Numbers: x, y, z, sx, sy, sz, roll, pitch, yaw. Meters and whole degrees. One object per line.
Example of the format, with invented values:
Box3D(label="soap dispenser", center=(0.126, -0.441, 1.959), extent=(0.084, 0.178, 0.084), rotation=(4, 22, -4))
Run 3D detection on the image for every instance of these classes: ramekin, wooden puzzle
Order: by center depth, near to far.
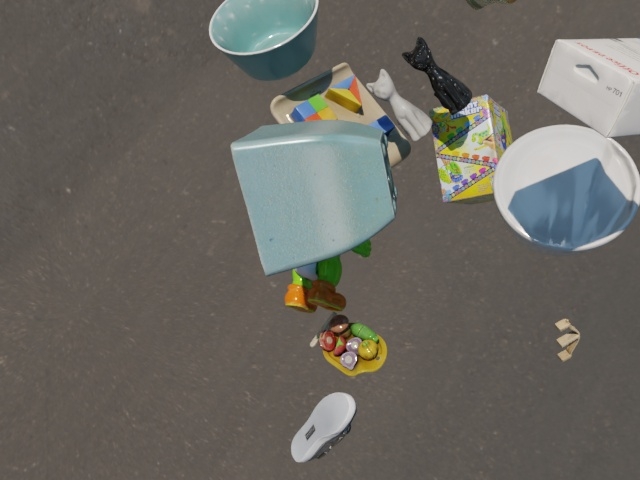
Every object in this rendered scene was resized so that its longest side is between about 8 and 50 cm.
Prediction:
Box3D(label="ramekin", center=(0.493, -0.090, 1.166), extent=(0.273, 0.127, 0.272), rotation=(-5, 71, 13))
Box3D(label="wooden puzzle", center=(0.075, -0.332, 1.651), extent=(0.322, 0.080, 0.347), rotation=(-35, 89, -28))

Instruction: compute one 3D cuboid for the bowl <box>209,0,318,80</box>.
Box3D(label="bowl", center=(-0.134, -0.569, 1.588), extent=(0.312, 0.163, 0.311), rotation=(-8, 57, 13))

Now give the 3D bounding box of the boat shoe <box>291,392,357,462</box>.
Box3D(label="boat shoe", center=(0.022, 0.395, 1.189), extent=(0.076, 0.228, 0.080), rotation=(12, 36, -33))

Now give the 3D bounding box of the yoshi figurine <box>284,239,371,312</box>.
Box3D(label="yoshi figurine", center=(0.024, 0.007, 1.465), extent=(0.204, 0.203, 0.362), rotation=(8, 72, -1))

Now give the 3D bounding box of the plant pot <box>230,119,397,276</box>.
Box3D(label="plant pot", center=(0.011, -0.105, 1.074), extent=(0.252, 0.247, 0.247), rotation=(-10, 107, 11))

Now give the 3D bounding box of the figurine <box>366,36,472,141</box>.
Box3D(label="figurine", center=(0.252, -0.395, 1.504), extent=(0.209, 0.215, 0.092), rotation=(46, 38, -15))

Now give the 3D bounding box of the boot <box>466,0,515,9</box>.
Box3D(label="boot", center=(0.442, -0.743, 1.563), extent=(0.077, 0.165, 0.213), rotation=(-40, 116, -13))

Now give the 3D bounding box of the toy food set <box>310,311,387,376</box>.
Box3D(label="toy food set", center=(0.060, 0.242, 1.392), extent=(0.128, 0.218, 0.071), rotation=(-46, 135, -20))

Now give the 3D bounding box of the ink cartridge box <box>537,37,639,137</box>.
Box3D(label="ink cartridge box", center=(0.416, -0.208, 0.756), extent=(0.191, 0.139, 0.082), rotation=(-10, 132, -21))

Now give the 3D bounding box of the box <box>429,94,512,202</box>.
Box3D(label="box", center=(0.478, -0.262, 1.729), extent=(0.290, 0.177, 0.279), rotation=(-2, 84, -60))

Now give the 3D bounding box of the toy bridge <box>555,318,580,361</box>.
Box3D(label="toy bridge", center=(0.701, 0.276, 1.608), extent=(0.063, 0.026, 0.188), rotation=(-28, 134, -1))
